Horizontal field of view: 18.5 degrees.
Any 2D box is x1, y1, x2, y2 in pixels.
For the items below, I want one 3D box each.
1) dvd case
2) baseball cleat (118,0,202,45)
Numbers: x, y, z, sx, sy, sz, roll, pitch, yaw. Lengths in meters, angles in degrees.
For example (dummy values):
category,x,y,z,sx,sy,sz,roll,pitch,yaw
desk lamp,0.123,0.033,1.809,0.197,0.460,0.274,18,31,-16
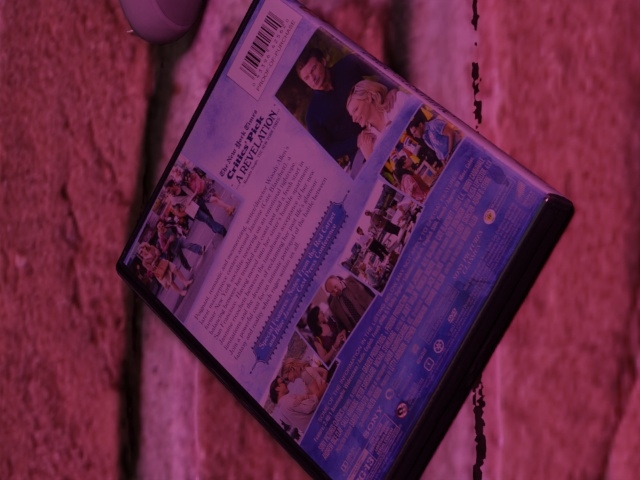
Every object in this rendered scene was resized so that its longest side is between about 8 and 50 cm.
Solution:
category,x,y,z,sx,sy,sz,roll,pitch,yaw
dvd case,0.000,0.000,0.977,0.253,0.022,0.180,41,108,45
baseball cleat,-0.063,-0.212,1.077,0.109,0.072,0.205,-6,76,38
